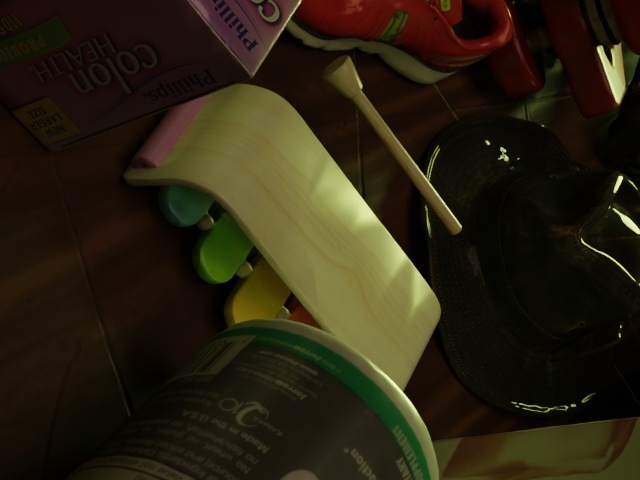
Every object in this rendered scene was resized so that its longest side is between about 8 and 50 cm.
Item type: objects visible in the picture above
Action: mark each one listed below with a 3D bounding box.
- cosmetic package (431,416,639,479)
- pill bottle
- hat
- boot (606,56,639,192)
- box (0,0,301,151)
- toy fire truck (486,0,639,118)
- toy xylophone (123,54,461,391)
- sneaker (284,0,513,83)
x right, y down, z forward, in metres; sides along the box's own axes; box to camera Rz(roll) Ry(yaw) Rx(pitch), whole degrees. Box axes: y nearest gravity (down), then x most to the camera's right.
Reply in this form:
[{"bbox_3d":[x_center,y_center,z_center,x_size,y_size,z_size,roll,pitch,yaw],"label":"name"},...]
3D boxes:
[{"bbox_3d":[0.190,0.235,1.160,0.153,0.296,0.129,44,52,-31],"label":"cosmetic package"},{"bbox_3d":[-0.092,0.224,0.929,0.361,0.204,0.204,-45,112,-43],"label":"pill bottle"},{"bbox_3d":[0.240,0.015,1.399,0.331,0.134,0.331,14,70,-45],"label":"hat"},{"bbox_3d":[0.503,-0.175,1.743,0.367,0.146,0.445,48,44,-30],"label":"boot"},{"bbox_3d":[-0.105,-0.204,1.025,0.117,0.214,0.243,49,49,-27],"label":"box"},{"bbox_3d":[0.245,-0.285,1.482,0.302,0.169,0.254,67,24,-11],"label":"toy fire truck"},{"bbox_3d":[0.000,0.000,1.180,0.322,0.081,0.236,58,45,-18],"label":"toy xylophone"},{"bbox_3d":[0.064,-0.219,1.282,0.279,0.118,0.107,10,72,-45],"label":"sneaker"}]
